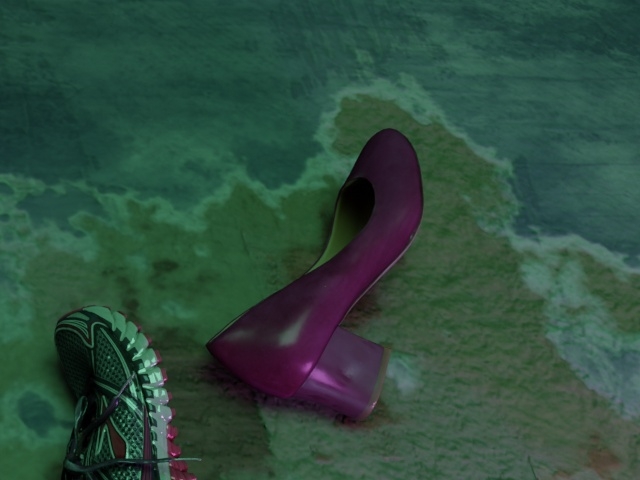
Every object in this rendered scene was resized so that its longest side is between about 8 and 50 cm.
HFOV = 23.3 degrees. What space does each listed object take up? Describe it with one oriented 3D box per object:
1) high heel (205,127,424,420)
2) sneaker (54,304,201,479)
[{"bbox_3d":[0.000,0.000,1.631,0.181,0.127,0.377,25,47,-17],"label":"high heel"},{"bbox_3d":[-0.187,0.187,1.392,0.112,0.121,0.299,-7,54,-27],"label":"sneaker"}]
